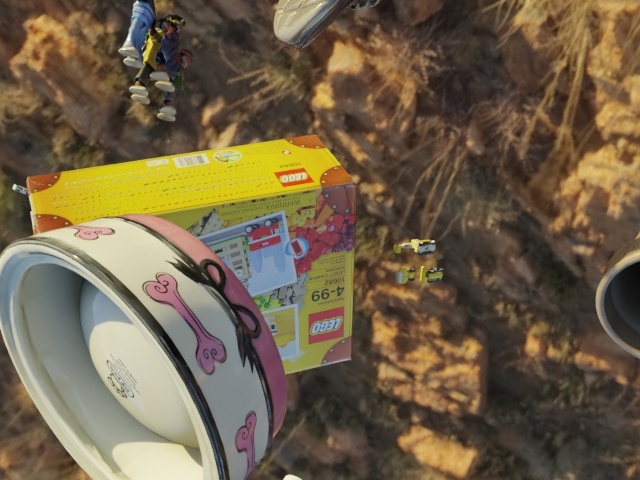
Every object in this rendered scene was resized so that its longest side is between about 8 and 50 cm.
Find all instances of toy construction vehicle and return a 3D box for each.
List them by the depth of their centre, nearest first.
[{"bbox_3d":[0.180,0.040,1.715,0.035,0.098,0.085,-139,45,-59],"label":"toy construction vehicle"}]

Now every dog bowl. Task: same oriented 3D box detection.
[{"bbox_3d":[-0.211,0.148,1.118,0.408,0.150,0.408,26,134,31],"label":"dog bowl"}]

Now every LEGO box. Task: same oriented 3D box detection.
[{"bbox_3d":[-0.208,0.058,1.555,0.193,0.500,0.372,-125,29,-53],"label":"LEGO box"}]

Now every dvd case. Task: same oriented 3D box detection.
[{"bbox_3d":[-0.580,-0.089,1.926,0.119,0.013,0.087,21,177,-21],"label":"dvd case"}]

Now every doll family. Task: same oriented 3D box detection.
[{"bbox_3d":[-0.192,-0.230,1.090,0.076,0.111,0.193,15,161,-4],"label":"doll family"}]

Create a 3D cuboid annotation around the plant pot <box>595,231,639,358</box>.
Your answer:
[{"bbox_3d":[0.604,0.048,1.525,0.263,0.229,0.263,15,134,16],"label":"plant pot"}]

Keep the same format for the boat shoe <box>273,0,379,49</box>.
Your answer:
[{"bbox_3d":[0.066,-0.465,1.623,0.130,0.355,0.132,40,-179,-45],"label":"boat shoe"}]

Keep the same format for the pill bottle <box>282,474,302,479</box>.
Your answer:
[{"bbox_3d":[-0.063,0.422,1.414,0.067,0.120,0.067,23,143,18],"label":"pill bottle"}]
